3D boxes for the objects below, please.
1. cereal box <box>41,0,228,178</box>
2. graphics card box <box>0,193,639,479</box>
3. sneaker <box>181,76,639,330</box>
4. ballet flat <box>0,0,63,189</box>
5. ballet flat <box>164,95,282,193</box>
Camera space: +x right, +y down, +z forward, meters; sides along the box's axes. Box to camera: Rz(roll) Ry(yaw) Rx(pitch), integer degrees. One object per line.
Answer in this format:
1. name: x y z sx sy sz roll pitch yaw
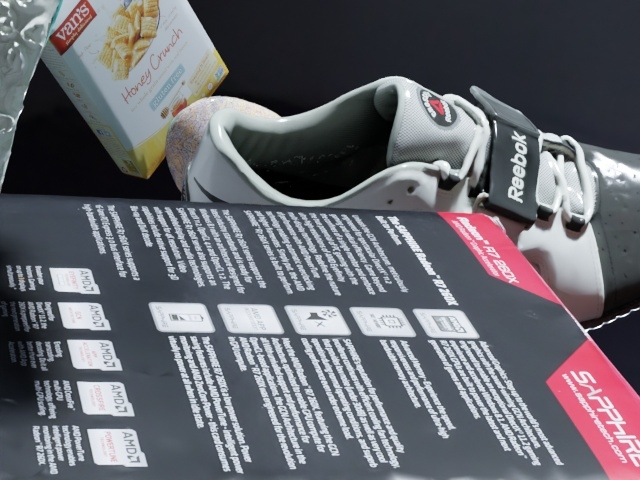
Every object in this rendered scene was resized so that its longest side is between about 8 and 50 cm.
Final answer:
1. cereal box: -0.207 -0.208 1.690 0.173 0.047 0.240 -56 139 -23
2. graphics card box: -0.067 0.068 0.624 0.371 0.233 0.094 3 117 -19
3. sneaker: 0.083 -0.028 0.924 0.146 0.330 0.122 94 -10 -51
4. ballet flat: -0.302 -0.152 1.317 0.147 0.147 0.409 24 81 -67
5. ballet flat: 0.000 0.000 1.258 0.107 0.106 0.316 -48 130 -1
